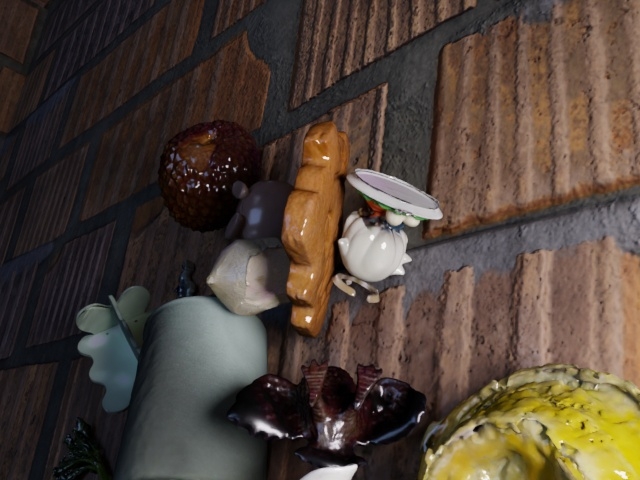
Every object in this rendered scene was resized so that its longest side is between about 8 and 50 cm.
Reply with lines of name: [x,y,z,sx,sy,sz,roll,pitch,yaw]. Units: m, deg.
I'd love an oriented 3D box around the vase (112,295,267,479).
vase: [-0.171,0.237,0.926,0.245,0.245,0.291,-37,39,32]

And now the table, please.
table: [-0.313,0.200,1.187,0.167,0.166,0.198,-56,45,11]

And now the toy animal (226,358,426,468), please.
toy animal: [0.007,0.200,0.798,0.179,0.218,0.116,92,176,-76]

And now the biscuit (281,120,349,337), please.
biscuit: [0.000,0.000,0.890,0.284,0.043,0.307,-70,-15,-58]

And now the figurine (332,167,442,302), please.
figurine: [0.068,0.003,0.872,0.132,0.132,0.154,45,118,52]

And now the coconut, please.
coconut: [-0.091,0.048,0.930,0.110,0.124,0.110,34,129,55]

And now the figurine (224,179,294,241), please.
figurine: [-0.072,-0.028,1.031,0.125,0.138,0.125,-30,50,44]

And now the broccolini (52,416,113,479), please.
broccolini: [-0.431,0.450,1.270,0.271,0.062,0.123,39,111,50]

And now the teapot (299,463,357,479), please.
teapot: [-0.045,0.341,0.721,0.299,0.208,0.166,-36,68,44]

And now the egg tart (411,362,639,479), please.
egg tart: [0.173,0.246,0.591,0.315,0.120,0.315,-28,49,38]

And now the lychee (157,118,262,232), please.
lychee: [-0.186,-0.103,1.193,0.188,0.188,0.188,-28,50,39]

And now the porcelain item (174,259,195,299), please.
porcelain item: [-0.251,0.105,1.268,0.075,0.021,0.136,-48,39,27]
